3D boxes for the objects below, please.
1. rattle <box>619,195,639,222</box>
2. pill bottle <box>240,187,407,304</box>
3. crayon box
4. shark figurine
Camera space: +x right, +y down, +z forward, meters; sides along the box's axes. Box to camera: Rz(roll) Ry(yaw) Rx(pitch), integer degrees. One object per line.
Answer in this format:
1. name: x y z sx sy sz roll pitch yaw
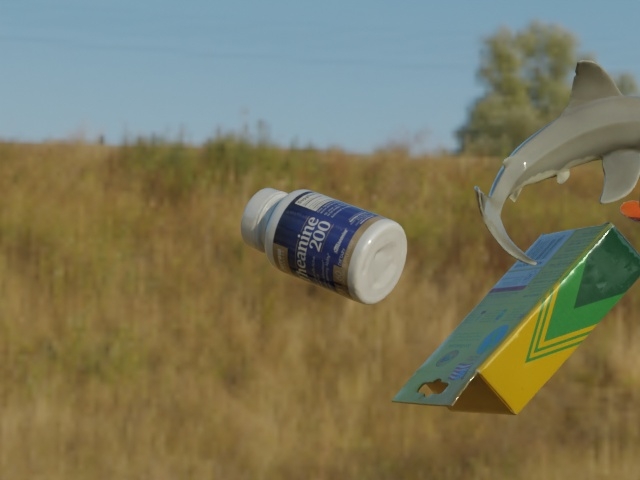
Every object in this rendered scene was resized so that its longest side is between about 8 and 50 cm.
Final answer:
1. rattle: 0.313 0.001 1.248 0.130 0.142 0.200 7 -20 -29
2. pill bottle: 0.000 0.000 1.149 0.120 0.067 0.067 21 7 33
3. crayon box: 0.251 0.120 1.937 0.318 0.081 0.202 -45 10 -16
4. shark figurine: 0.225 -0.098 1.361 0.278 0.116 0.166 -23 37 -18
